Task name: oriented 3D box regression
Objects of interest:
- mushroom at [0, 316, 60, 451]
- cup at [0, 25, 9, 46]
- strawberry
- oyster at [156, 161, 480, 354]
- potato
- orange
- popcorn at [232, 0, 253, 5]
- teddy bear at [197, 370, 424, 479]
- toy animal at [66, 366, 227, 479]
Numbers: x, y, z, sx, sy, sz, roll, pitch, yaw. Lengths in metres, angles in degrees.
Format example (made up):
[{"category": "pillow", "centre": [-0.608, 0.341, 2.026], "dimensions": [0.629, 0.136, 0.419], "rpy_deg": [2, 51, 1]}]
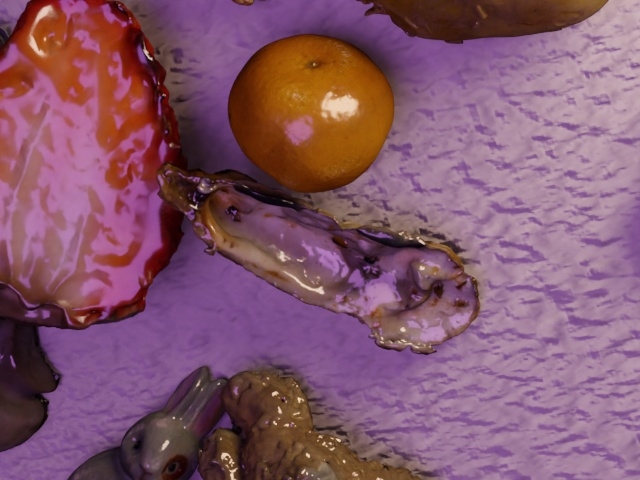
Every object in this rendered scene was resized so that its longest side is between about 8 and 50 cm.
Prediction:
[{"category": "mushroom", "centre": [-0.374, 0.148, 1.989], "dimensions": [0.141, 0.117, 0.188], "rpy_deg": [-13, 107, 35]}, {"category": "cup", "centre": [-0.375, -0.180, 1.905], "dimensions": [0.116, 0.074, 0.104], "rpy_deg": [12, 139, 20]}, {"category": "strawberry", "centre": [-0.250, -0.079, 1.846], "dimensions": [0.265, 0.149, 0.336], "rpy_deg": [13, 97, 1]}, {"category": "oyster", "centre": [-0.001, 0.002, 1.789], "dimensions": [0.345, 0.079, 0.129], "rpy_deg": [25, 131, -10]}, {"category": "potato", "centre": [0.137, -0.271, 1.648], "dimensions": [0.296, 0.141, 0.192], "rpy_deg": [-4, 103, 23]}, {"category": "orange", "centre": [-0.009, -0.115, 1.743], "dimensions": [0.159, 0.159, 0.136], "rpy_deg": [16, 135, 14]}, {"category": "popcorn", "centre": [-0.076, -0.260, 1.776], "dimensions": [0.084, 0.084, 0.084], "rpy_deg": [6, 109, 18]}, {"category": "teddy bear", "centre": [-0.041, 0.299, 1.889], "dimensions": [0.267, 0.156, 0.256], "rpy_deg": [34, 117, 5]}, {"category": "toy animal", "centre": [-0.189, 0.238, 1.945], "dimensions": [0.138, 0.108, 0.236], "rpy_deg": [30, 114, 10]}]
